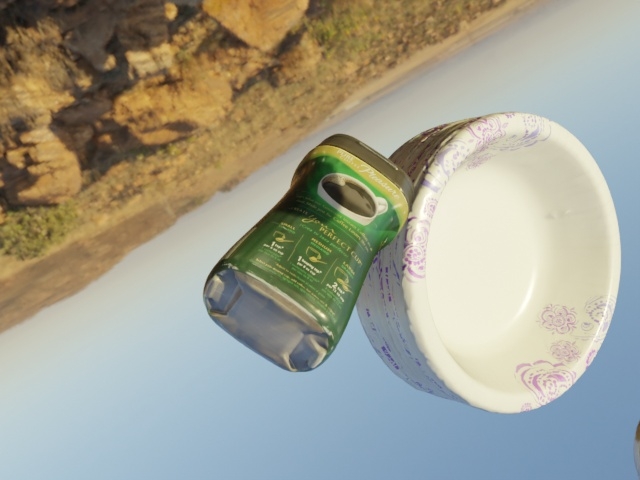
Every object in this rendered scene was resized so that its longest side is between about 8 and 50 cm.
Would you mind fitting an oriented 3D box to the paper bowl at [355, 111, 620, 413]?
[{"bbox_3d":[0.157,0.020,0.687,0.284,0.284,0.148,-32,-165,-27],"label":"paper bowl"}]

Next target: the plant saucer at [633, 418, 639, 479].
[{"bbox_3d":[0.212,0.124,0.380,0.015,0.083,0.083,11,160,-35],"label":"plant saucer"}]

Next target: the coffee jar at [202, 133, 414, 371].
[{"bbox_3d":[0.000,0.000,0.495,0.184,0.096,0.079,-55,180,-44],"label":"coffee jar"}]
